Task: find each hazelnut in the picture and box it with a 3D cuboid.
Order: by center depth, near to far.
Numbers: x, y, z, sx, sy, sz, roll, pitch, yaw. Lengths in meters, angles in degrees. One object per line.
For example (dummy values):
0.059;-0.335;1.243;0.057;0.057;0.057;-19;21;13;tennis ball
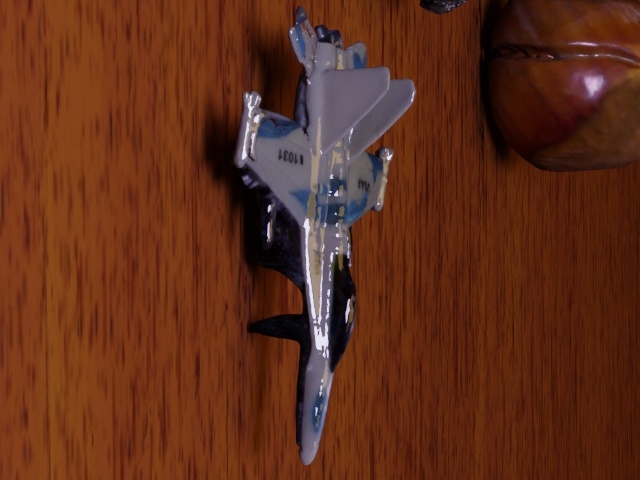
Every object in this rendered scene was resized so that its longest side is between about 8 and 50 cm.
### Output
0.230;-0.149;1.545;0.182;0.182;0.182;0;90;-69;hazelnut

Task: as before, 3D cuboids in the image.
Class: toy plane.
-0.010;-0.001;1.054;0.192;0.088;0.262;18;84;-62;toy plane

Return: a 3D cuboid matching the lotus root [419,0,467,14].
0.078;-0.251;1.210;0.120;0.120;0.209;-64;152;-48;lotus root
